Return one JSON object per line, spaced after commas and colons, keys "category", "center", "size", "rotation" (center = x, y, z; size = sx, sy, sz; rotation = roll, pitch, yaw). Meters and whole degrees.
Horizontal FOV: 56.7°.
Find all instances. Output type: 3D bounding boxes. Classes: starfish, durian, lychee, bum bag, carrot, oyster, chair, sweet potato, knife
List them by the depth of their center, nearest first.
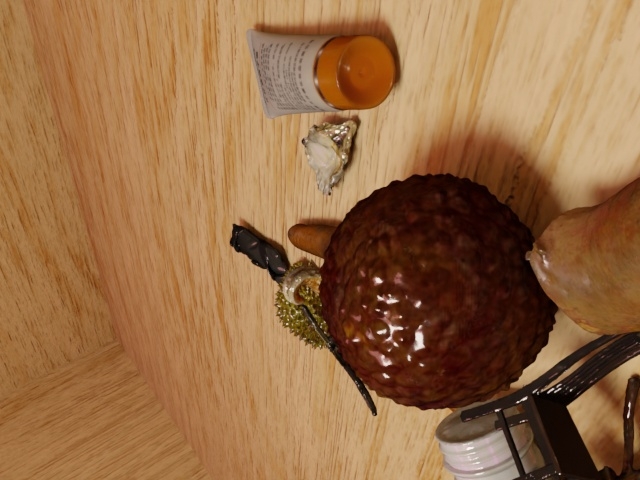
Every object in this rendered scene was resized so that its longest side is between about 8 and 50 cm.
{"category": "sweet potato", "center": [0.310, -0.010, 0.419], "size": [0.131, 0.131, 0.337], "rotation": [62, 150, 2]}
{"category": "chair", "center": [0.255, 0.179, 0.588], "size": [0.212, 0.084, 0.101], "rotation": [-40, 44, 31]}
{"category": "lychee", "center": [0.119, 0.056, 0.638], "size": [0.260, 0.261, 0.260], "rotation": [37, 141, 38]}
{"category": "oyster", "center": [0.004, -0.128, 0.880], "size": [0.122, 0.045, 0.146], "rotation": [33, 146, 36]}
{"category": "starfish", "center": [0.078, 0.144, 0.896], "size": [0.312, 0.113, 0.303], "rotation": [38, 168, 37]}
{"category": "carrot", "center": [0.000, 0.000, 0.976], "size": [0.186, 0.060, 0.060], "rotation": [18, 128, 55]}
{"category": "knife", "center": [0.035, 0.196, 1.003], "size": [0.222, 0.021, 0.045], "rotation": [56, -169, 0]}
{"category": "durian", "center": [-0.013, 0.143, 1.069], "size": [0.208, 0.102, 0.146], "rotation": [40, 137, 29]}
{"category": "bum bag", "center": [-0.129, 0.028, 1.207], "size": [0.198, 0.049, 0.087], "rotation": [32, 143, 41]}

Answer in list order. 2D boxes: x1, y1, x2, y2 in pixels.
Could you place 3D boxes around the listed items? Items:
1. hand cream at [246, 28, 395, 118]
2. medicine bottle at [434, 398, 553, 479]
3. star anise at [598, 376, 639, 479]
{"category": "hand cream", "center": [-0.026, -0.222, 0.816], "size": [0.314, 0.089, 0.139], "rotation": [25, 132, 53]}
{"category": "medicine bottle", "center": [0.259, 0.368, 0.749], "size": [0.124, 0.179, 0.324], "rotation": [-22, 95, 16]}
{"category": "star anise", "center": [0.330, 0.285, 0.626], "size": [0.177, 0.073, 0.234], "rotation": [36, 100, 6]}
